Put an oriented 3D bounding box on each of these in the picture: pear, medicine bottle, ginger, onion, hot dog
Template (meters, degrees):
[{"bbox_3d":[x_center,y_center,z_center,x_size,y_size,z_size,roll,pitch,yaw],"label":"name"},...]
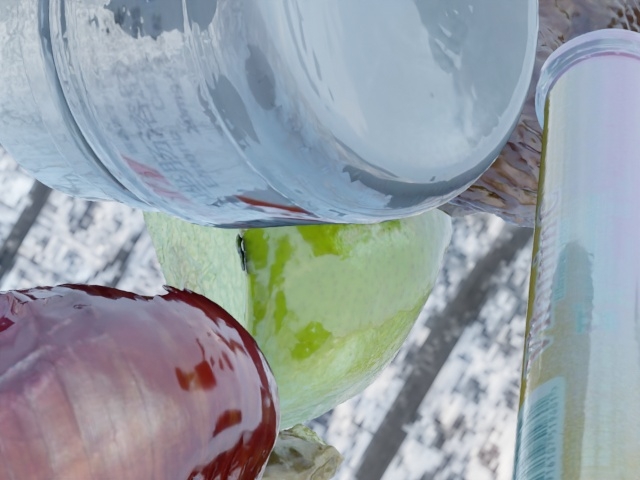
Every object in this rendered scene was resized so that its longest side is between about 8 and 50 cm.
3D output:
[{"bbox_3d":[0.000,0.000,1.461,0.318,0.238,0.342,-2,-124,-32],"label":"pear"},{"bbox_3d":[0.168,0.030,0.857,0.108,0.108,0.426,30,-141,-12],"label":"medicine bottle"},{"bbox_3d":[-0.089,0.175,1.033,0.115,0.205,0.081,47,151,21],"label":"ginger"},{"bbox_3d":[-0.113,0.113,0.471,0.230,0.230,0.163,21,-132,-76],"label":"onion"},{"bbox_3d":[-0.051,-0.128,0.870,0.245,0.245,0.306,29,160,-38],"label":"medicine bottle"},{"bbox_3d":[0.179,-0.144,1.365,0.267,0.387,0.174,21,136,25],"label":"hot dog"}]
